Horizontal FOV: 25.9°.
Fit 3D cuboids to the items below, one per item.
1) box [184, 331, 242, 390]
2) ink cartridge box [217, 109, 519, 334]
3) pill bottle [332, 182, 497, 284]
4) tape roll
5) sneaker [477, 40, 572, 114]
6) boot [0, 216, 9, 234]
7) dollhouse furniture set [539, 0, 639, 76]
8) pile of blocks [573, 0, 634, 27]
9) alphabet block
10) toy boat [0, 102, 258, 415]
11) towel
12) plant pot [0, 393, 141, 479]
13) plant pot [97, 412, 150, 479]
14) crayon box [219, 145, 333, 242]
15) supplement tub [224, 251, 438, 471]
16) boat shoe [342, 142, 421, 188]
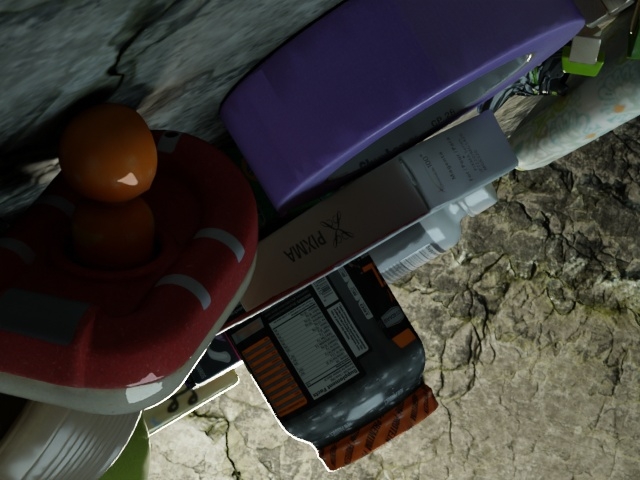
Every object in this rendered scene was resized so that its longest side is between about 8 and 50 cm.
[{"bbox_3d":[-0.101,0.070,1.922,0.270,0.165,0.143,-31,177,-14],"label":"box"},{"bbox_3d":[0.000,0.000,1.183,0.239,0.060,0.275,-27,177,-42],"label":"ink cartridge box"},{"bbox_3d":[0.104,-0.033,2.131,0.318,0.176,0.176,-32,177,14],"label":"pill bottle"},{"bbox_3d":[0.062,-0.129,1.066,0.275,0.090,0.275,-30,176,-2],"label":"tape roll"},{"bbox_3d":[0.294,-0.220,1.883,0.188,0.078,0.067,-31,176,12],"label":"sneaker"},{"bbox_3d":[-0.255,0.020,0.957,0.106,0.037,0.114,-28,-179,-12],"label":"boot"},{"bbox_3d":[0.210,-0.192,1.201,0.151,0.076,0.058,9,147,6],"label":"dollhouse furniture set"},{"bbox_3d":[0.288,-0.253,1.039,0.149,0.113,0.362,-30,177,-18],"label":"pile of blocks"},{"bbox_3d":[-0.267,0.193,2.099,0.197,0.192,0.193,-31,179,-20],"label":"alphabet block"},{"bbox_3d":[-0.124,-0.012,0.837,0.151,0.151,0.231,11,-150,12],"label":"toy boat"},{"bbox_3d":[0.455,-0.262,1.968,0.374,0.090,0.320,-46,-174,-35],"label":"towel"},{"bbox_3d":[-0.210,0.117,1.057,0.237,0.109,0.237,-37,-147,29],"label":"plant pot"},{"bbox_3d":[-0.404,0.268,1.732,0.274,0.275,0.293,-32,160,15],"label":"plant pot"},{"bbox_3d":[-0.141,0.007,1.333,0.278,0.081,0.165,-33,176,24],"label":"crayon box"},{"bbox_3d":[-0.007,0.102,1.736,0.207,0.338,0.207,-31,177,-2],"label":"supplement tub"},{"bbox_3d":[0.085,-0.118,1.658,0.178,0.064,0.060,-36,173,34],"label":"boat shoe"}]
